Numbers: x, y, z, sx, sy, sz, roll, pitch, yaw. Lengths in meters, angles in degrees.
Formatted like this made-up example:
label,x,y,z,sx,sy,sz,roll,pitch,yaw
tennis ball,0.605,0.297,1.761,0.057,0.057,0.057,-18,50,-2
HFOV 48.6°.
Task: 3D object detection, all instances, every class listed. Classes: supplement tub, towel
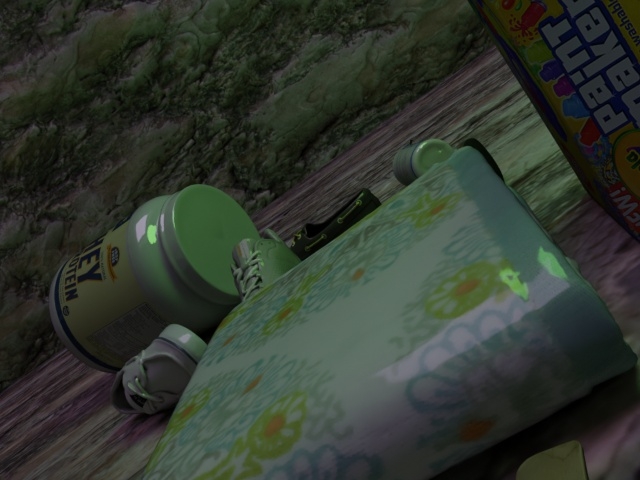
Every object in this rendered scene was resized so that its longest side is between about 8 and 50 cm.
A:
label,x,y,z,sx,sy,sz,roll,pitch,yaw
supplement tub,-0.275,0.067,1.201,0.325,0.235,0.235,-30,10,30
towel,0.030,0.074,0.540,0.320,0.090,0.374,-36,11,14
supplement tub,0.160,-0.119,1.101,0.071,0.071,0.107,-37,10,-10

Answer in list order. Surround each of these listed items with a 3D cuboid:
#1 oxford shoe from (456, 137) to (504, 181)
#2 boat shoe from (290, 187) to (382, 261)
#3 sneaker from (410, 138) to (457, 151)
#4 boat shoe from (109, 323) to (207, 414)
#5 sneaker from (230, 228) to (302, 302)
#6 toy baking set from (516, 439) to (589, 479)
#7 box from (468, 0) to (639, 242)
label,x,y,z,sx,sy,sz,roll,pitch,yaw
oxford shoe,0.154,-0.055,0.801,0.076,0.076,0.212,-36,8,36
boat shoe,0.000,0.000,1.076,0.228,0.068,0.081,-31,10,24
sneaker,0.174,-0.144,1.177,0.098,0.069,0.038,-30,11,30
boat shoe,-0.200,0.177,0.883,0.084,0.095,0.258,-46,3,-33
sneaker,-0.076,0.061,0.877,0.099,0.121,0.262,-34,9,11
toy baking set,0.137,0.108,0.187,0.197,0.030,0.256,-39,10,-38
box,0.259,-0.206,0.506,0.279,0.290,0.177,-33,10,16
